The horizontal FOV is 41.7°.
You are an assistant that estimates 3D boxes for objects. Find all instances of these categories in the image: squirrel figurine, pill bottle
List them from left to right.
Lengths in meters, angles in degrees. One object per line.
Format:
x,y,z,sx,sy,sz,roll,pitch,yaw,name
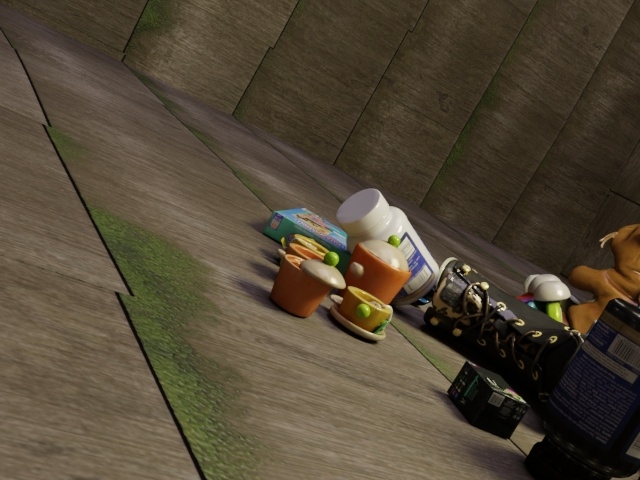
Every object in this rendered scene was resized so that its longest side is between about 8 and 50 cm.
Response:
0.108,0.009,1.396,0.186,0.112,0.112,54,-4,-29,pill bottle
0.327,0.186,0.948,0.123,0.219,0.123,29,9,-5,pill bottle
0.839,0.152,2.188,0.281,0.370,0.397,24,11,-30,squirrel figurine

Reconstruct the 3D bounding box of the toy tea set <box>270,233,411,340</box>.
0.036,0.036,1.192,0.200,0.124,0.336,29,9,-2,toy tea set

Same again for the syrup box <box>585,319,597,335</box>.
0.733,0.290,1.987,0.237,0.093,0.096,31,9,14,syrup box

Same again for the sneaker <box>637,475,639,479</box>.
0.474,0.324,1.114,0.087,0.130,0.227,29,-20,34,sneaker

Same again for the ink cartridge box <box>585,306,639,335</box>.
0.645,0.231,1.365,0.166,0.286,0.395,63,0,-16,ink cartridge box

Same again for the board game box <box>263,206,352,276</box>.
0.000,0.000,1.522,0.160,0.047,0.210,31,9,9,board game box

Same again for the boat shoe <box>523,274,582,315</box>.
0.651,0.170,2.384,0.302,0.113,0.103,35,2,-39,boat shoe

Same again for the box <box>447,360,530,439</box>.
0.208,0.198,1.052,0.062,0.052,0.083,27,9,-20,box

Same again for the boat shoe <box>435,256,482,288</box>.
0.312,0.090,1.856,0.069,0.081,0.228,29,6,24,boat shoe

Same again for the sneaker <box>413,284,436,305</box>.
0.181,0.077,1.589,0.121,0.079,0.217,38,21,30,sneaker

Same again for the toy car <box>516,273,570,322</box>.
0.465,0.163,1.811,0.136,0.159,0.182,-5,7,6,toy car

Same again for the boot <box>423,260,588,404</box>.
0.304,0.152,1.320,0.284,0.138,0.377,32,6,14,boot
